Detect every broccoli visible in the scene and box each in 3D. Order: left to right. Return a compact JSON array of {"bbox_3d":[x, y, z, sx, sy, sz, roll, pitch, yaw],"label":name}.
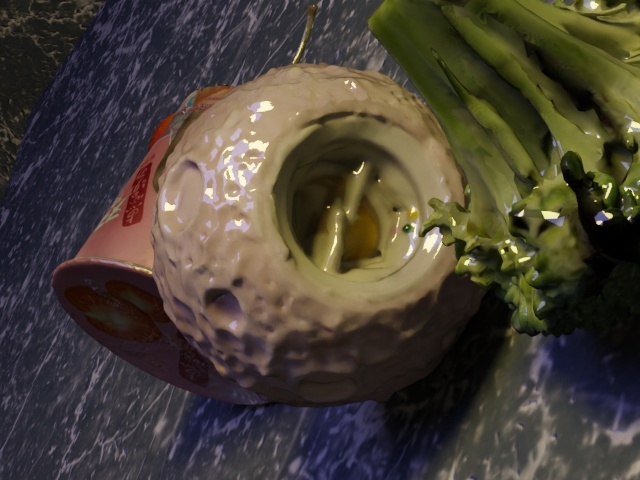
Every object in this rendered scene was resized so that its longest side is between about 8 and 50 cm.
[{"bbox_3d":[0.145,-0.085,0.775,0.263,0.243,0.247,-49,10,16],"label":"broccoli"}]

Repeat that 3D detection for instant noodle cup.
[{"bbox_3d":[-0.096,-0.002,1.256,0.243,0.243,0.231,-25,35,57],"label":"instant noodle cup"}]

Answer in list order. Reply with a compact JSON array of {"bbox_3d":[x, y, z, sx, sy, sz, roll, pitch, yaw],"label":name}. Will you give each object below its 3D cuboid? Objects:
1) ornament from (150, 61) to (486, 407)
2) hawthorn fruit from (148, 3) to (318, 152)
[{"bbox_3d":[0.000,0.000,0.995,0.259,0.259,0.225,-68,11,-16],"label":"ornament"},{"bbox_3d":[-0.074,-0.135,1.491,0.285,0.165,0.165,-56,18,-21],"label":"hawthorn fruit"}]
